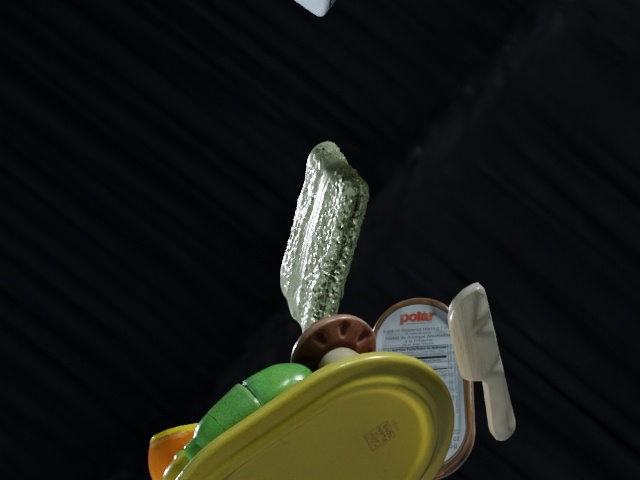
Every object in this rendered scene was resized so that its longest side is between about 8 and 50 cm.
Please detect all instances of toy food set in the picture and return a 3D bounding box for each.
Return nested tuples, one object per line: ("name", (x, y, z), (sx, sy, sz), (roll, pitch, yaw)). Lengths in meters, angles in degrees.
("toy food set", (-0.002, 0.103, 0.998), (0.218, 0.128, 0.071), (-32, 41, -7))

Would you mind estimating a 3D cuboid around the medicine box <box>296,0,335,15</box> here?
("medicine box", (0.019, -0.327, 1.138), (0.263, 0.149, 0.289), (-54, -8, -12))

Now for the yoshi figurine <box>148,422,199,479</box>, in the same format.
("yoshi figurine", (0.018, 0.280, 1.179), (0.203, 0.362, 0.203), (-8, -24, -15))

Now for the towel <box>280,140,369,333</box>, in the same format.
("towel", (0.000, 0.000, 1.525), (0.110, 0.027, 0.148), (-126, 49, -60))

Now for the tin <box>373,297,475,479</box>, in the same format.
("tin", (0.105, 0.152, 1.872), (0.040, 0.106, 0.189), (71, -164, -74))
